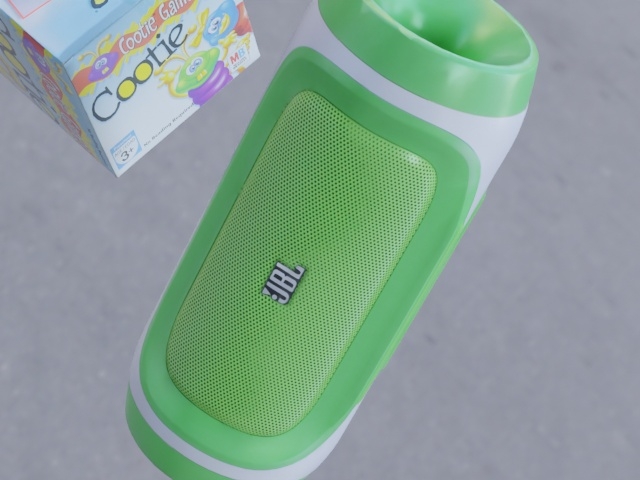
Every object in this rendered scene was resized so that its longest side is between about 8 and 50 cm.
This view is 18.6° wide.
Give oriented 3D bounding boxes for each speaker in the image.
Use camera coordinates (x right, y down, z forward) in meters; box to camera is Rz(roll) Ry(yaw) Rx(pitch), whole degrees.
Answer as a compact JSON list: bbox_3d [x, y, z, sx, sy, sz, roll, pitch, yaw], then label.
[{"bbox_3d":[0.000,0.000,1.045,0.131,0.296,0.131,22,29,-13],"label":"speaker"}]

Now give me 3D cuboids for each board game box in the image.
[{"bbox_3d":[-0.194,-0.199,1.380,0.275,0.144,0.142,41,-16,28],"label":"board game box"}]
